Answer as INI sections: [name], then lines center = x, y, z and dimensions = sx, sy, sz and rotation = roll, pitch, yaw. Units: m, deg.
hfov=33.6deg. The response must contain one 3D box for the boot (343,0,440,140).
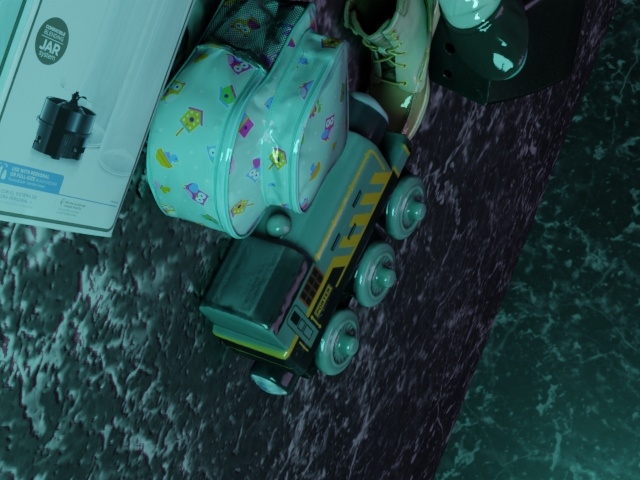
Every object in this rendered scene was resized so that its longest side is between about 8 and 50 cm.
[boot]
center = 0.076, -0.214, 1.206
dimensions = 0.165, 0.077, 0.213
rotation = -4, 107, -69

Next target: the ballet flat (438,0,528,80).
[ballet flat]
center = 0.158, -0.310, 1.191
dimensions = 0.096, 0.095, 0.281
rotation = 23, 50, -51

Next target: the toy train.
[toy train]
center = 0.000, 0.000, 1.148
dimensions = 0.334, 0.142, 0.190
rotation = -63, 149, -17

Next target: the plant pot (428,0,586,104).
[plant pot]
center = 0.216, -0.282, 1.367
dimensions = 0.167, 0.188, 0.187
rotation = -41, 147, -32

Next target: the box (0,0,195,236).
[box]
center = -0.157, -0.156, 0.653
dimensions = 0.290, 0.087, 0.169
rotation = -70, 160, 1

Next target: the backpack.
[backpack]
center = -0.059, -0.096, 0.888
dimensions = 0.188, 0.144, 0.166
rotation = -53, 160, -30
